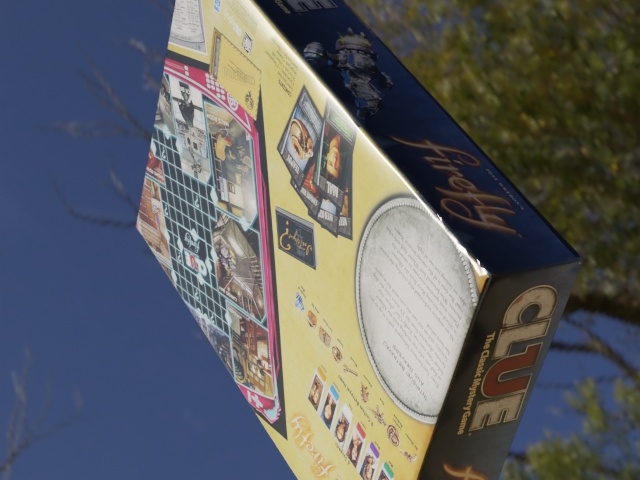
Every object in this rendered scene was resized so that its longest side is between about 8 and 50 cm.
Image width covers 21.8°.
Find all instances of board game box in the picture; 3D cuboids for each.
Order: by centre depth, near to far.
[{"bbox_3d":[0.000,0.000,0.676,0.042,0.243,0.165,-8,-48,-29],"label":"board game box"}]
